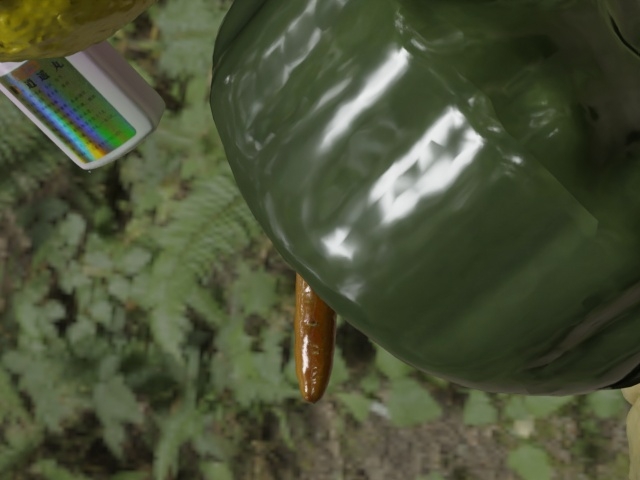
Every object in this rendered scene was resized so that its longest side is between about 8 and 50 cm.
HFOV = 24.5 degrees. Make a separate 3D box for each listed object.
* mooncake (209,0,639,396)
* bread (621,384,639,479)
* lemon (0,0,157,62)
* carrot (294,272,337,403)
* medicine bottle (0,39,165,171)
[{"bbox_3d":[0.108,-0.082,0.851,0.187,0.351,0.351,-45,49,36],"label":"mooncake"},{"bbox_3d":[0.431,0.083,1.076,0.390,0.371,0.279,108,164,-71],"label":"bread"},{"bbox_3d":[-0.194,-0.249,1.003,0.245,0.245,0.320,-44,13,41],"label":"lemon"},{"bbox_3d":[0.000,0.000,1.121,0.043,0.043,0.248,-11,74,54],"label":"carrot"},{"bbox_3d":[-0.267,-0.175,1.492,0.115,0.219,0.078,-25,32,33],"label":"medicine bottle"}]
